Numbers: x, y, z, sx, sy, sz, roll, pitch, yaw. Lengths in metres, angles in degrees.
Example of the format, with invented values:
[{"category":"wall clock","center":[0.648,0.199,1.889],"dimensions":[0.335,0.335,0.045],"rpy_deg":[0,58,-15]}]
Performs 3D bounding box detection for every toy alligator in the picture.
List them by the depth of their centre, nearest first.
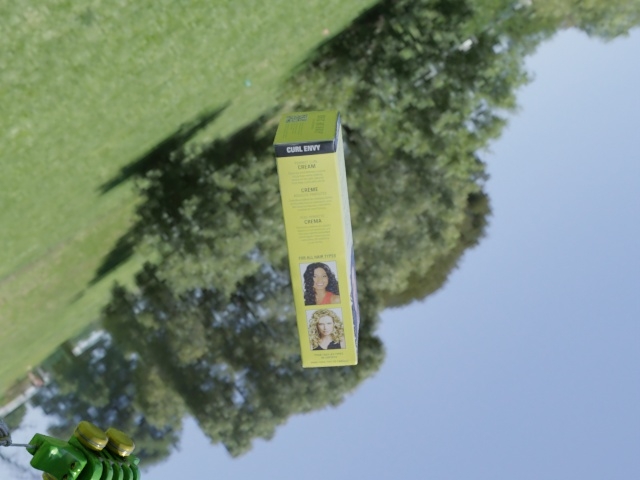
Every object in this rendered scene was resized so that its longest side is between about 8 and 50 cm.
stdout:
[{"category":"toy alligator","center":[-0.201,0.185,0.822],"dimensions":[0.056,0.051,0.189],"rpy_deg":[-54,147,1]}]

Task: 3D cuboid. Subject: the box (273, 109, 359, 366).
[{"category":"box","center":[0.000,0.000,0.945],"dimensions":[0.058,0.232,0.087],"rpy_deg":[-4,-154,6]}]
